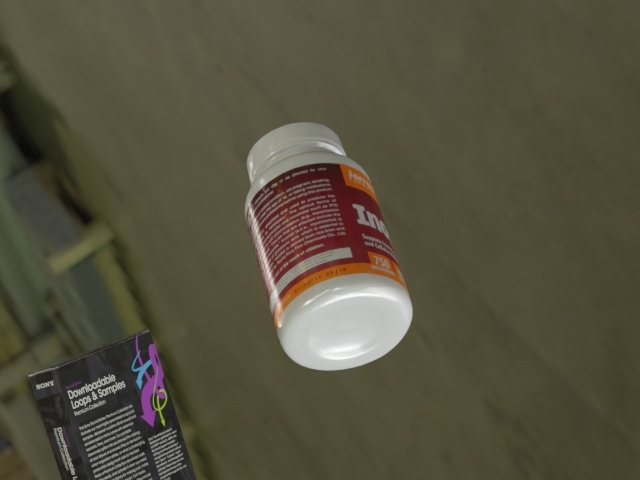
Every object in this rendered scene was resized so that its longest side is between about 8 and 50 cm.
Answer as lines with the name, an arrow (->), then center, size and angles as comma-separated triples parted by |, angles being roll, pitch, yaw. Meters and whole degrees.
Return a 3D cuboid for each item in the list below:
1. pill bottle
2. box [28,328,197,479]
pill bottle -> 0.000, 0.000, 1.261 | 0.086, 0.086, 0.152 | 75, 178, -52
box -> -0.138, 0.153, 1.396 | 0.029, 0.116, 0.162 | -14, 93, 32
